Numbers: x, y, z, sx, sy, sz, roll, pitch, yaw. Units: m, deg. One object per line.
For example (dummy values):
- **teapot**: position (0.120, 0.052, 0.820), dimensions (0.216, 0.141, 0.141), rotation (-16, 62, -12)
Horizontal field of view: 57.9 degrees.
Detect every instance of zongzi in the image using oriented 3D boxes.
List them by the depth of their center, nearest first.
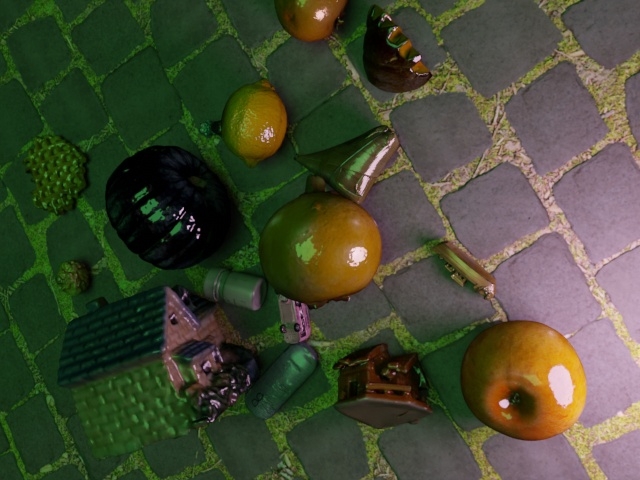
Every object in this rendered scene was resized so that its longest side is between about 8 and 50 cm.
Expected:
- **zongzi**: position (0.071, -0.252, 1.607), dimensions (0.256, 0.115, 0.228), rotation (38, 102, 23)

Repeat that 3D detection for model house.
- **model house**: position (0.163, 0.370, 1.559), dimensions (0.199, 0.219, 0.229), rotation (-32, 38, 25)
- **model house**: position (-0.430, 0.296, 1.601), dimensions (0.394, 0.445, 0.400), rotation (-24, 90, 19)

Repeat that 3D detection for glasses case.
- **glasses case**: position (-0.118, 0.417, 1.716), dimensions (0.109, 0.067, 0.282), rotation (43, 106, 7)

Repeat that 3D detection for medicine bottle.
- **medicine bottle**: position (-0.254, 0.143, 1.730), dimensions (0.168, 0.105, 0.105), rotation (12, 96, 17)

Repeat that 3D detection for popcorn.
- **popcorn**: position (-0.831, 0.124, 1.923), dimensions (0.106, 0.116, 0.121), rotation (2, 135, 27)

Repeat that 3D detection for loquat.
- **loquat**: position (0.000, 0.000, 1.526), dimensions (0.328, 0.328, 0.360), rotation (-6, 83, 19)
- **loquat**: position (-0.025, -0.650, 1.569), dimensions (0.207, 0.208, 0.208), rotation (1, 93, 19)

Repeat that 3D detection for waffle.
- **waffle**: position (-0.910, -0.223, 1.963), dimensions (0.290, 0.051, 0.291), rotation (0, 90, 17)

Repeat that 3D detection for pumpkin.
- **pumpkin**: position (0.165, -0.500, 1.545), dimensions (0.149, 0.130, 0.254), rotation (-39, 82, 16)
- **pumpkin**: position (-0.428, -0.099, 1.645), dimensions (0.266, 0.363, 0.364), rotation (-35, 82, 25)

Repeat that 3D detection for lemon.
- **lemon**: position (-0.188, -0.335, 1.644), dimensions (0.188, 0.188, 0.257), rotation (9, 92, 18)

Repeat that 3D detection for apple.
- **apple**: position (0.488, 0.342, 1.405), dimensions (0.298, 0.275, 0.299), rotation (3, 99, 20)

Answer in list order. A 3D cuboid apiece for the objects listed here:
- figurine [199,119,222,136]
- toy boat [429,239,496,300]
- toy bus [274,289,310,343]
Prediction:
- **figurine**: position (-0.319, -0.346, 1.763), dimensions (0.105, 0.047, 0.060), rotation (6, 64, 26)
- **toy boat**: position (0.379, 0.080, 1.538), dimensions (0.206, 0.064, 0.072), rotation (42, 122, 14)
- **toy bus**: position (-0.082, 0.193, 1.681), dimensions (0.063, 0.090, 0.203), rotation (-10, 90, 29)
